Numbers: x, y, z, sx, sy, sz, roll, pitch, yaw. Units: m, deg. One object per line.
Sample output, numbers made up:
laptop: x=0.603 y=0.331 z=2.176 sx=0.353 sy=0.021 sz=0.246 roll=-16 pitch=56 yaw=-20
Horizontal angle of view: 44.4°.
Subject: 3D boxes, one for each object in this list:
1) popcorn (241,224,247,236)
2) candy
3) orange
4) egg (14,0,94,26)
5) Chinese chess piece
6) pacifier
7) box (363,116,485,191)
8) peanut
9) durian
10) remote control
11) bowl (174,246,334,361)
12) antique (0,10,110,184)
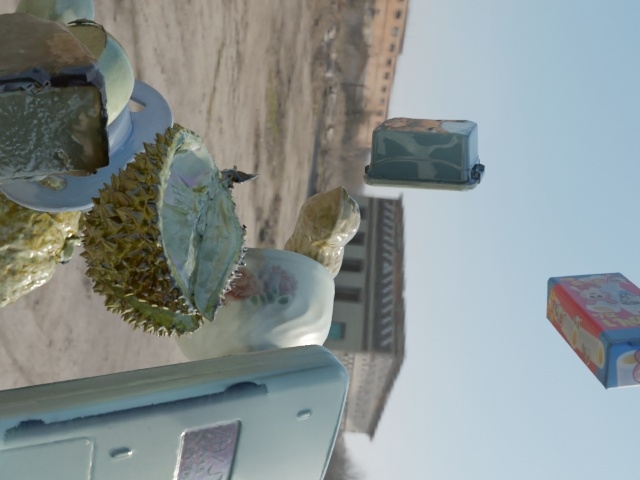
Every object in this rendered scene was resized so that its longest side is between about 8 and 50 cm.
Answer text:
popcorn: x=-0.170 y=-0.007 z=1.308 sx=0.084 sy=0.084 sz=0.084 roll=6 pitch=90 yaw=-89
candy: x=0.549 y=0.160 z=1.468 sx=0.306 sy=0.157 sz=0.100 roll=-106 pitch=-167 yaw=-72
orange: x=-0.564 y=-0.062 z=1.371 sx=0.210 sy=0.271 sz=0.369 roll=79 pitch=33 yaw=-49
egg: x=-0.430 y=-0.355 z=1.260 sx=0.152 sy=0.114 sz=0.114 roll=-44 pitch=-167 yaw=17
Chinese chess piece: x=-0.328 y=-0.192 z=0.991 sx=0.083 sy=0.188 sz=0.188 roll=62 pitch=26 yaw=-44
pacifier: x=-0.360 y=-0.125 z=1.177 sx=0.226 sy=0.238 sz=0.287 roll=95 pitch=21 yaw=-49
box: x=0.203 y=-0.164 z=1.527 sx=0.162 sy=0.227 sz=0.130 roll=-45 pitch=136 yaw=-63
peanut: x=0.000 y=0.000 z=1.501 sx=0.298 sy=0.120 sz=0.136 roll=113 pitch=-23 yaw=-54
durian: x=-0.162 y=-0.013 z=0.807 sx=0.193 sy=0.138 sz=0.237 roll=68 pitch=26 yaw=-19
remote control: x=-0.117 y=0.147 z=0.508 sx=0.056 sy=0.296 sz=0.140 roll=36 pitch=-60 yaw=47
bowl: x=-0.109 y=0.138 z=1.241 sx=0.277 sy=0.277 sz=0.145 roll=95 pitch=-8 yaw=-61
antique: x=-0.354 y=-0.120 z=0.722 sx=0.150 sy=0.284 sz=0.125 roll=50 pitch=-36 yaw=41
